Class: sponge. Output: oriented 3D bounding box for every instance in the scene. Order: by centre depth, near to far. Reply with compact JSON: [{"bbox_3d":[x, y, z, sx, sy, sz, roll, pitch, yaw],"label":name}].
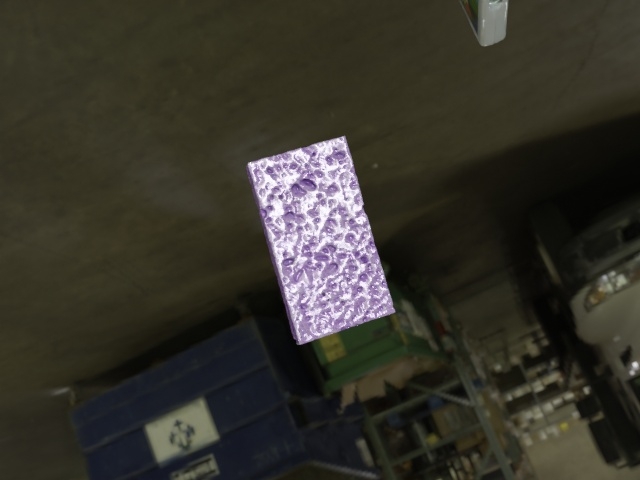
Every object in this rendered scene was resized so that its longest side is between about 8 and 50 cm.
[{"bbox_3d":[0.000,0.000,1.037,0.117,0.210,0.031,-16,180,-11],"label":"sponge"}]

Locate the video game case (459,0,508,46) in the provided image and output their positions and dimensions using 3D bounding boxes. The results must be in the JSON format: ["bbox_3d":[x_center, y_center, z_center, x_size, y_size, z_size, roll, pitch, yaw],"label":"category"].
[{"bbox_3d":[0.125,-0.414,0.971,0.036,0.329,0.300,-21,160,1],"label":"video game case"}]
